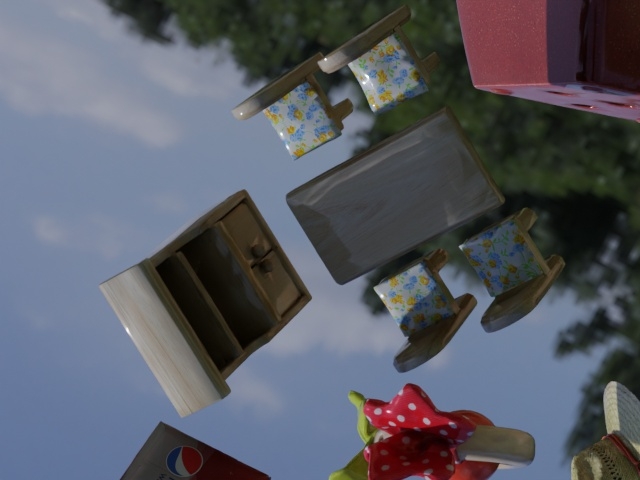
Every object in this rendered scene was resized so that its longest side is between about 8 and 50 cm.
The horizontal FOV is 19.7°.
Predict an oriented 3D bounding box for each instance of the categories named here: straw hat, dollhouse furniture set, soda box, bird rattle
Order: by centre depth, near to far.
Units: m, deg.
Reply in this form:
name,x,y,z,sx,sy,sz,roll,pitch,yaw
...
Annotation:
name,x,y,z,sx,sy,sz,roll,pitch,yaw
dollhouse furniture set,0.000,0.000,1.240,0.212,0.242,0.161,58,-149,-7
soda box,-0.091,0.247,1.328,0.092,0.083,0.263,25,147,18
straw hat,0.226,0.185,1.404,0.144,0.061,0.144,157,90,-81
bird rattle,0.119,0.200,1.872,0.207,0.143,0.253,4,161,-19

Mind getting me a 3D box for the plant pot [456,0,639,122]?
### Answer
name,x,y,z,sx,sy,sz,roll,pitch,yaw
plant pot,0.249,-0.216,1.408,0.267,0.236,0.267,8,180,-23
